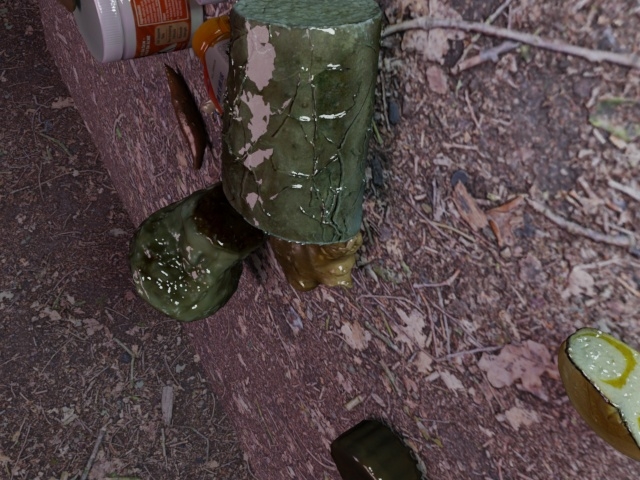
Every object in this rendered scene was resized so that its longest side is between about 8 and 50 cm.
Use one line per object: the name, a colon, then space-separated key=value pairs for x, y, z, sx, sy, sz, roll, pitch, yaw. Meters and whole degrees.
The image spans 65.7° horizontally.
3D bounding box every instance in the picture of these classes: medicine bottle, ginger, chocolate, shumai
medicine bottle: x=-0.431 y=-0.560 z=1.148 sx=0.252 sy=0.241 sz=0.252 roll=39 pitch=141 yaw=41
ginger: x=0.000 y=0.000 z=0.972 sx=0.270 sy=0.123 sz=0.218 roll=-24 pitch=93 yaw=52
medicine bottle: x=-0.163 y=-0.334 z=0.997 sx=0.222 sy=0.112 sz=0.149 roll=56 pitch=150 yaw=17
chocolate: x=-0.555 y=-0.551 z=1.081 sx=0.064 sy=0.031 sz=0.100 roll=41 pitch=150 yaw=9
shumai: x=-0.294 y=0.000 z=1.329 sx=0.323 sy=0.397 sz=0.324 roll=-37 pitch=98 yaw=31

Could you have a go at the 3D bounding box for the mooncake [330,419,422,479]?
mooncake: x=0.133 y=0.531 z=1.145 sx=0.228 sy=0.124 sz=0.228 roll=36 pitch=142 yaw=35

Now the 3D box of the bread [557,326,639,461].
bread: x=0.336 y=0.183 z=0.569 sx=0.157 sy=0.083 sz=0.094 roll=51 pitch=151 yaw=30

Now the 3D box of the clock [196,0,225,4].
clock: x=-0.240 y=-0.596 z=0.980 sx=0.150 sy=0.063 sz=0.197 roll=55 pitch=150 yaw=18

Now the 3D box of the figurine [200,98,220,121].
figurine: x=-0.262 y=-0.334 z=1.246 sx=0.083 sy=0.047 sz=0.050 roll=-14 pitch=114 yaw=54

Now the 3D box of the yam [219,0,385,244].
yam: x=-0.028 y=-0.186 z=0.757 sx=0.241 sy=0.241 sz=0.348 roll=41 pitch=138 yaw=39

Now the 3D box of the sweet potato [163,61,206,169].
sweet potato: x=-0.378 y=-0.355 z=1.401 sx=0.072 sy=0.066 sz=0.314 roll=-12 pitch=98 yaw=54
